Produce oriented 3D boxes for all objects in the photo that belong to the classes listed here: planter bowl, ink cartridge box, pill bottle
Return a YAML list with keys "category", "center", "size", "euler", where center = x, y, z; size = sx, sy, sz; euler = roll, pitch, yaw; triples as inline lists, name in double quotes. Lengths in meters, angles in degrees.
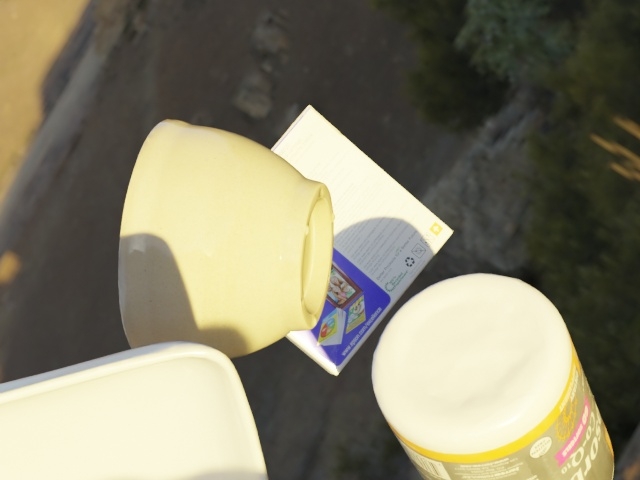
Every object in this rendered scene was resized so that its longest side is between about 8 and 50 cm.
- category: "planter bowl"
  center: [-0.052, 0.006, 0.989]
  size: [0.162, 0.109, 0.162]
  euler: [6, -90, -78]
- category: "ink cartridge box"
  center: [0.000, 0.000, 1.613]
  size: [0.206, 0.208, 0.045]
  euler: [-50, 6, -13]
- category: "pill bottle"
  center: [0.156, 0.164, 1.276]
  size: [0.162, 0.278, 0.162]
  euler: [-12, 51, 15]

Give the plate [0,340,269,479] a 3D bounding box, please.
- category: "plate"
  center: [-0.146, 0.157, 0.686]
  size: [0.045, 0.278, 0.277]
  euler: [-99, -4, -48]
